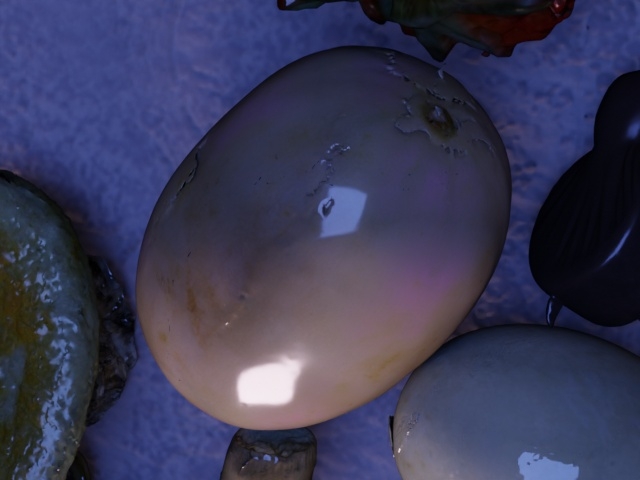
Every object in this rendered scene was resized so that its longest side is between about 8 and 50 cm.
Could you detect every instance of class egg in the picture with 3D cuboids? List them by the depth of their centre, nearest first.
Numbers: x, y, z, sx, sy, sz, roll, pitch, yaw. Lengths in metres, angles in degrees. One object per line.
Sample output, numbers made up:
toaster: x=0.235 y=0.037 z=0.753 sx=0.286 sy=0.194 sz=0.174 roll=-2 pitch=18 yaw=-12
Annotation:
egg: x=0.170 y=0.158 z=1.193 sx=0.253 sy=0.186 sz=0.186 roll=21 pitch=103 yaw=11

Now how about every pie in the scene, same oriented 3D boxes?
pie: x=-0.302 y=0.101 z=1.315 sx=0.323 sy=0.070 sz=0.323 roll=-2 pitch=86 yaw=24

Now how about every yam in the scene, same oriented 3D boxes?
yam: x=-0.071 y=0.305 z=1.306 sx=0.083 sy=0.083 sz=0.371 roll=19 pitch=112 yaw=9

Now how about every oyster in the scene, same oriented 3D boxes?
oyster: x=-0.212 y=0.094 z=1.337 sx=0.125 sy=0.064 sz=0.177 roll=10 pitch=100 yaw=15

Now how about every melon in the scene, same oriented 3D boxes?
melon: x=0.000 y=0.000 z=1.179 sx=0.223 sy=0.223 sz=0.317 roll=43 pitch=128 yaw=3

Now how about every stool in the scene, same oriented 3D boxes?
stool: x=0.229 y=-0.024 z=1.192 sx=0.121 sy=0.125 sz=0.217 roll=27 pitch=79 yaw=-21

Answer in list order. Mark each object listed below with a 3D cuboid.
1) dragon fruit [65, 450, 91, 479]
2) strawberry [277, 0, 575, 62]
dragon fruit: x=-0.227 y=0.312 z=1.331 sx=0.211 sy=0.147 sz=0.282 roll=6 pitch=104 yaw=16
strawberry: x=0.062 y=-0.312 z=1.106 sx=0.312 sy=0.267 sz=0.351 roll=17 pitch=87 yaw=-9
